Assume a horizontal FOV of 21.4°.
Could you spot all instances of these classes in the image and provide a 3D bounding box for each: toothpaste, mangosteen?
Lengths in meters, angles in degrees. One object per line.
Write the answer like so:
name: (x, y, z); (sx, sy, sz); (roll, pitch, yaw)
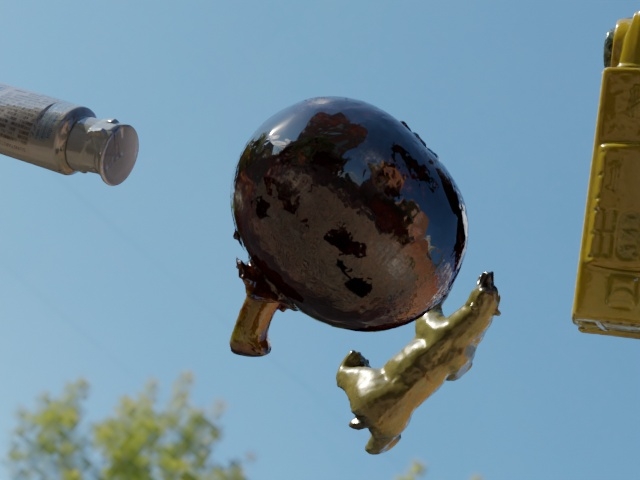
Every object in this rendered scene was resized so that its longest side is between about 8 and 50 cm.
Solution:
toothpaste: (-0.258, -0.101, 1.392); (0.234, 0.089, 0.057); (19, -51, 25)
mangosteen: (0.000, 0.000, 1.555); (0.235, 0.261, 0.235); (44, -1, 1)

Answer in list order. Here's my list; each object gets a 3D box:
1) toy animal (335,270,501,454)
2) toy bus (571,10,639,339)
toy animal: (0.102, 0.117, 1.666); (0.103, 0.218, 0.101); (46, 4, -5)
toy bus: (0.328, -0.070, 1.711); (0.121, 0.335, 0.123); (6, -6, 20)
